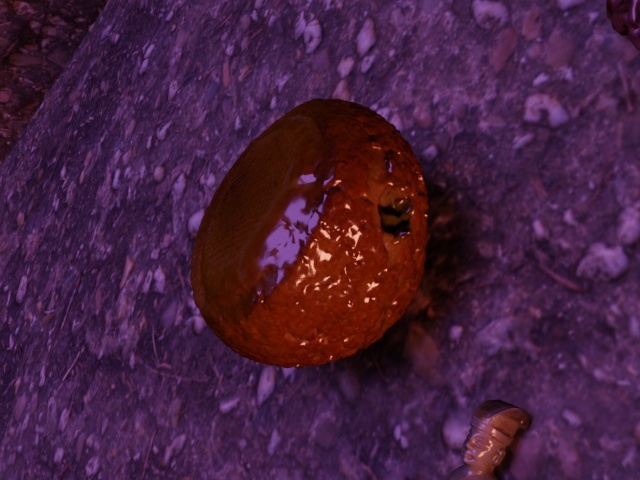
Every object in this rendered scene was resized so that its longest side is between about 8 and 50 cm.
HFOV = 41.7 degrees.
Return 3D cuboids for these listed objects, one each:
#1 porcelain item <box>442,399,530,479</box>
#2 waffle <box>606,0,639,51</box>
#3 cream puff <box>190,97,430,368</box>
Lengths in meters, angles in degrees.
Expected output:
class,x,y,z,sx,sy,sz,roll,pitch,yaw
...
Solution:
class,x,y,z,sx,sy,sz,roll,pitch,yaw
porcelain item,0.116,0.236,0.713,0.084,0.054,0.213,17,82,54
waffle,0.340,-0.261,0.724,0.221,0.055,0.234,-33,46,38
cream puff,0.000,0.000,0.882,0.303,0.212,0.303,-43,32,35
